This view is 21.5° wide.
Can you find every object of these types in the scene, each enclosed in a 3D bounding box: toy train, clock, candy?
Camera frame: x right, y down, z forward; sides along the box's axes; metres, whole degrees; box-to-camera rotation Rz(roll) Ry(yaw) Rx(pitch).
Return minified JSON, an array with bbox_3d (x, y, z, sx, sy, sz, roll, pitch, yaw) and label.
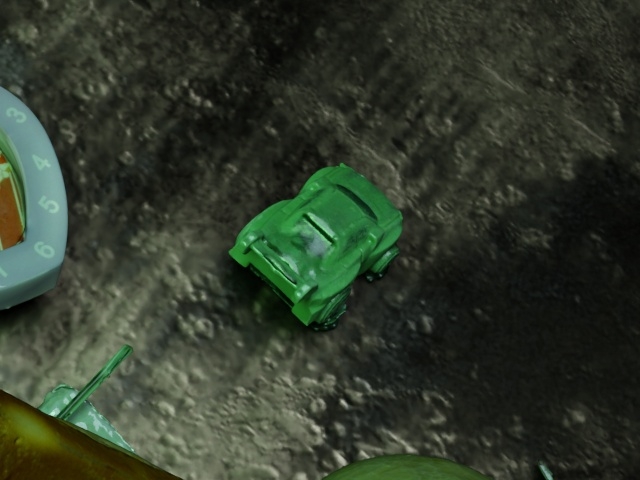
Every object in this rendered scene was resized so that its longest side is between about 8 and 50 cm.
[{"bbox_3d":[0.000,0.000,1.231,0.099,0.081,0.149,43,55,9],"label":"toy train"},{"bbox_3d":[-0.253,-0.015,1.152,0.172,0.064,0.198,31,54,0],"label":"clock"},{"bbox_3d":[-0.184,0.133,1.080,0.055,0.049,0.185,43,68,0],"label":"candy"}]

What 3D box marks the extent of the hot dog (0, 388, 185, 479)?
[{"bbox_3d":[-0.144,0.172,0.938,0.337,0.100,0.135,35,47,-49],"label":"hot dog"}]

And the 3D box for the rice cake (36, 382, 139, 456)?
[{"bbox_3d":[-0.113,0.180,1.104,0.043,0.034,0.211,-37,78,-25],"label":"rice cake"}]

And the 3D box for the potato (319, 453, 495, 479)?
[{"bbox_3d":[0.073,0.233,1.057,0.235,0.178,0.160,17,9,18],"label":"potato"}]

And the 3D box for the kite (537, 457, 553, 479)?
[{"bbox_3d":[0.187,0.217,1.125,0.012,0.229,0.250,-30,31,1],"label":"kite"}]
